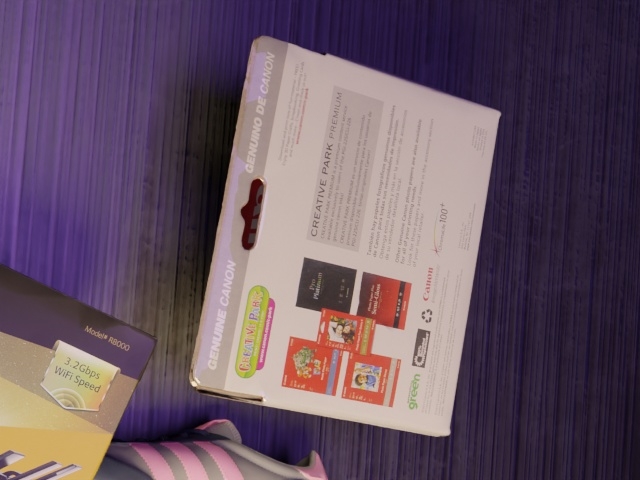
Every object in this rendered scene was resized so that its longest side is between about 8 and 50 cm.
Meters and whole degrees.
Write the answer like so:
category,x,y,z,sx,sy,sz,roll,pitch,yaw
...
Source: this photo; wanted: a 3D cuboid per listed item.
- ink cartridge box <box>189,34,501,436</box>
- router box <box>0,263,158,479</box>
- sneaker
category,x,y,z,sx,sy,sz,roll,pitch,yaw
ink cartridge box,0.000,0.000,1.187,0.272,0.130,0.309,15,81,-31
router box,-0.310,0.118,0.960,0.309,0.081,0.242,26,75,-11
sneaker,-0.131,0.207,1.135,0.319,0.112,0.131,23,46,-25
